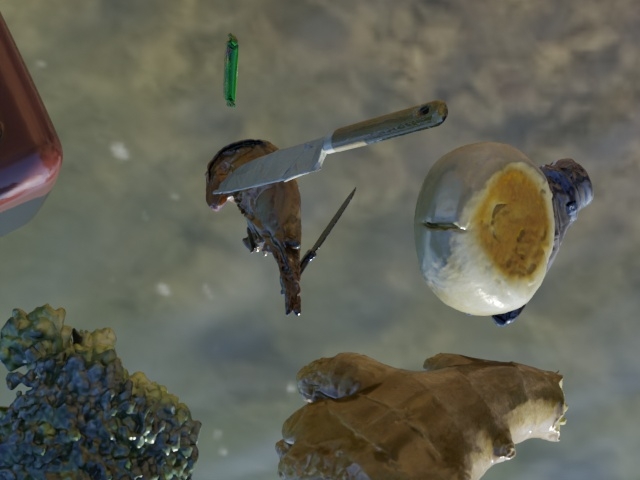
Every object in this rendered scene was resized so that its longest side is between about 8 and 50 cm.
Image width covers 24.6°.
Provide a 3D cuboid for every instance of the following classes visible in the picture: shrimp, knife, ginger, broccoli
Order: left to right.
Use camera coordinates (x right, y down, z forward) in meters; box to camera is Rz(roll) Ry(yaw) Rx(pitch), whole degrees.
[{"bbox_3d":[-0.225,0.186,1.205,0.247,0.243,0.263,-33,109,-11],"label":"broccoli"},{"bbox_3d":[-0.077,-0.008,1.826,0.117,0.262,0.066,-11,148,7],"label":"shrimp"},{"bbox_3d":[-0.002,-0.079,1.355,0.298,0.047,0.017,-12,144,43],"label":"knife"},{"bbox_3d":[0.000,0.000,1.844,0.010,0.170,0.023,41,162,-21],"label":"knife"},{"bbox_3d":[0.098,0.207,1.566,0.236,0.166,0.375,8,-171,32],"label":"ginger"}]

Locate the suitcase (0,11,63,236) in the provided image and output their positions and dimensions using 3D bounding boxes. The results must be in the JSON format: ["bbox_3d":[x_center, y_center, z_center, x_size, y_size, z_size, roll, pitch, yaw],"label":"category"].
[{"bbox_3d":[-0.328,-0.131,1.130,0.161,0.297,0.236,-25,178,-19],"label":"suitcase"}]

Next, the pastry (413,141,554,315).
[{"bbox_3d":[0.143,-0.012,1.319,0.092,0.156,0.156,-5,142,42],"label":"pastry"}]

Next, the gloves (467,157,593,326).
[{"bbox_3d":[0.256,0.005,1.871,0.119,0.285,0.142,-1,124,36],"label":"gloves"}]

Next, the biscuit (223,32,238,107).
[{"bbox_3d":[-0.108,-0.202,1.756,0.016,0.046,0.089,2,99,-9],"label":"biscuit"}]
